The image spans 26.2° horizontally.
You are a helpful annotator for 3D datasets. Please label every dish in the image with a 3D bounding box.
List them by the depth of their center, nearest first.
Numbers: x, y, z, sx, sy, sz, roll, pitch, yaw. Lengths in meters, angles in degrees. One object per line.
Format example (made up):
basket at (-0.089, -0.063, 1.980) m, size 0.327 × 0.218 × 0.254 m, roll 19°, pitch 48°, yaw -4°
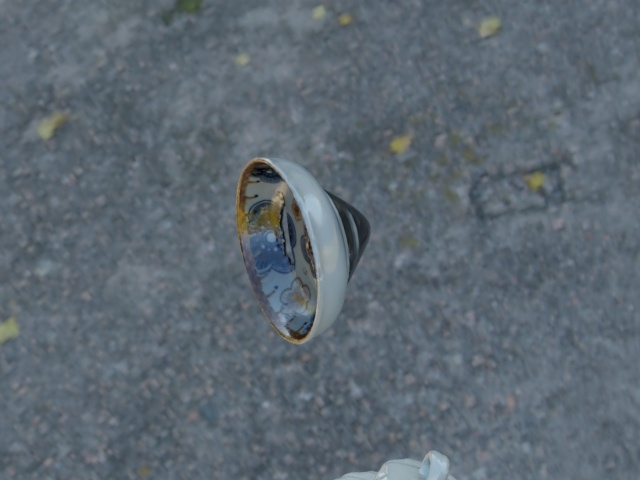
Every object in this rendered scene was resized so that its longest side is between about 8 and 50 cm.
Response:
dish at (0.000, 0.000, 1.018) m, size 0.078 × 0.141 × 0.141 m, roll -14°, pitch 41°, yaw -24°

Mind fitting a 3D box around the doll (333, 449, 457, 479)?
doll at (0.020, 0.260, 0.907) m, size 0.119 × 0.293 × 0.138 m, roll 24°, pitch 19°, yaw 1°
